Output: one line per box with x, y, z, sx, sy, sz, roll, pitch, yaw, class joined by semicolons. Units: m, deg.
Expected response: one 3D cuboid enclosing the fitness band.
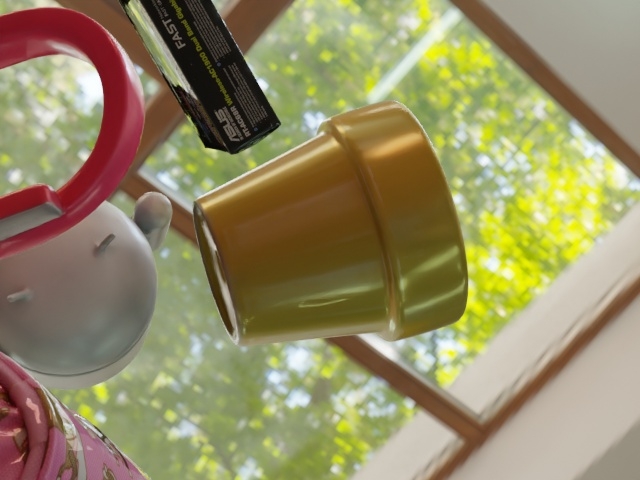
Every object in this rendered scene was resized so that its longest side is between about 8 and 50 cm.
-0.282;-0.081;1.176;0.290;0.054;0.209;-16;-121;12;fitness band

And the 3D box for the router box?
-0.077;-0.114;0.872;0.038;0.122;0.092;-32;-167;-8;router box

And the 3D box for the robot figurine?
-0.285;0.059;1.617;0.300;0.200;0.353;-46;178;-13;robot figurine

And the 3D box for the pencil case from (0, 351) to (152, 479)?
-0.167;0.199;0.839;0.167;0.386;0.160;11;-115;21;pencil case

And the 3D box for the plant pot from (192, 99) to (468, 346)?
0.000;0.000;1.525;0.239;0.254;0.254;-16;-153;-12;plant pot
